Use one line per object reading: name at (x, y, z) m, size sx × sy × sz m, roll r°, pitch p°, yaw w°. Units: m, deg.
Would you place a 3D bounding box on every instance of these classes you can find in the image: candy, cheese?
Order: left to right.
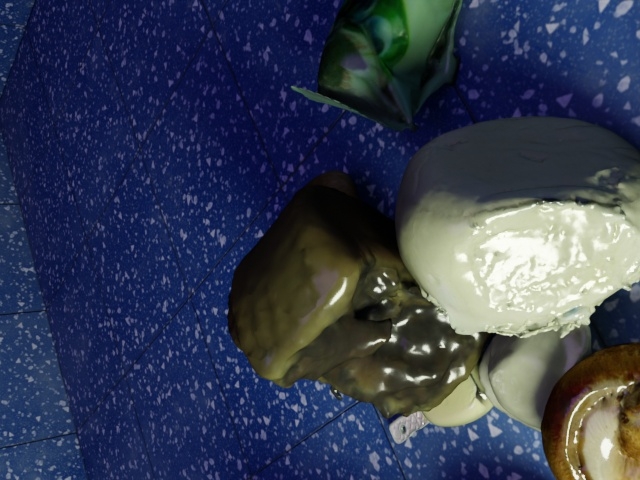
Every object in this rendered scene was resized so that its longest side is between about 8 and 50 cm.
candy at (0.124, -0.392, 1.251) m, size 0.263 × 0.172 × 0.397 m, roll 24°, pitch 98°, yaw 43°
cheese at (0.196, 0.284, 1.276) m, size 0.255 × 0.050 × 0.127 m, roll -48°, pitch 57°, yaw 40°

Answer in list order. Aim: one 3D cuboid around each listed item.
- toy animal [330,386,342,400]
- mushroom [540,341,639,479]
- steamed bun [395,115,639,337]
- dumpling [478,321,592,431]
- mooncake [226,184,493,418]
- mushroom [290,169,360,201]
toy animal at (0.062, 0.192, 1.427) m, size 0.148 × 0.085 × 0.232 m, roll 35°, pitch 117°, yaw 30°
mushroom at (0.410, 0.246, 0.916) m, size 0.253 × 0.153 × 0.253 m, roll 7°, pitch 106°, yaw 24°
steamed bun at (0.272, -0.020, 0.993) m, size 0.334 × 0.312 × 0.232 m, roll 1°, pitch 121°, yaw 12°
dumpling at (0.315, 0.183, 1.072) m, size 0.162 × 0.132 × 0.250 m, roll 41°, pitch 138°, yaw 31°
mooncake at (0.065, 0.113, 1.112) m, size 0.394 × 0.393 × 0.246 m, roll 41°, pitch 112°, yaw -3°
mushroom at (0.000, 0.000, 1.420) m, size 0.278 × 0.146 × 0.278 m, roll -27°, pitch 59°, yaw 59°
